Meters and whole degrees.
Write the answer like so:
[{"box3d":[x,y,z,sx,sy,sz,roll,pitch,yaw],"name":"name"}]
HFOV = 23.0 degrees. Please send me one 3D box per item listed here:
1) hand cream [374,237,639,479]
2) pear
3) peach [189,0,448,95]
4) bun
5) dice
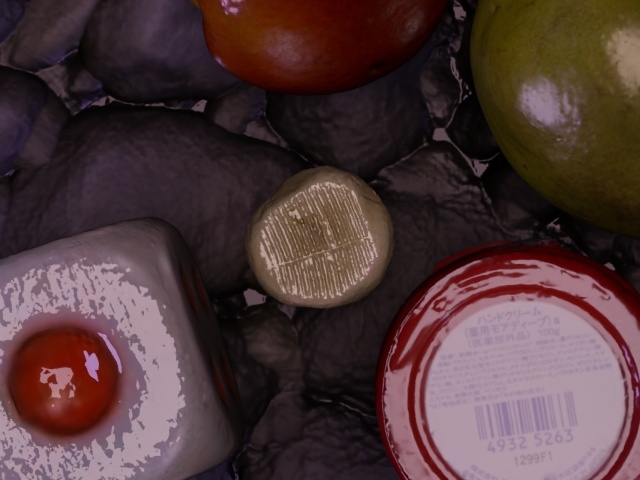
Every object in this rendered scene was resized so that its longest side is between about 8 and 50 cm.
[{"box3d":[0.149,0.112,1.164,0.230,0.149,0.230,0,92,3],"name":"hand cream"},{"box3d":[0.217,-0.124,1.134,0.212,0.212,0.269,-28,74,2],"name":"pear"},{"box3d":[0.003,-0.228,1.152,0.243,0.199,0.243,0,94,-7],"name":"peach"},{"box3d":[0.000,0.000,1.210,0.115,0.069,0.115,0,89,4],"name":"bun"},{"box3d":[-0.171,0.097,1.155,0.194,0.192,0.193,-20,89,3],"name":"dice"}]
